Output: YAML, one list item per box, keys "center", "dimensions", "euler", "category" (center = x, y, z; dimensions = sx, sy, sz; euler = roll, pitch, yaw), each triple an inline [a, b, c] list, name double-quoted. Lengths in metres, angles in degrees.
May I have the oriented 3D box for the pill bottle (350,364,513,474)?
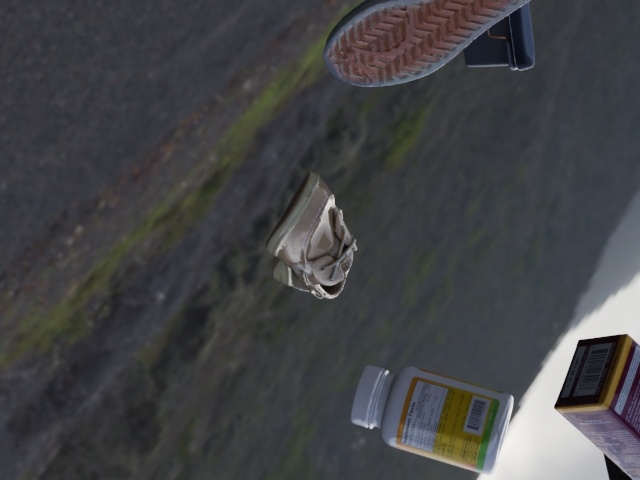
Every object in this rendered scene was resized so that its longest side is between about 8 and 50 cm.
- center: [0.180, 0.284, 2.213]
  dimensions: [0.136, 0.245, 0.136]
  euler: [15, 90, -78]
  category: "pill bottle"

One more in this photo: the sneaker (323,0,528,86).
- center: [0.139, -0.279, 1.530]
  dimensions: [0.302, 0.108, 0.121]
  euler: [-27, -152, 24]
  category: "sneaker"

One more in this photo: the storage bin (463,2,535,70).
- center: [0.260, -0.321, 2.057]
  dimensions: [0.091, 0.135, 0.098]
  euler: [-4, -169, 31]
  category: "storage bin"

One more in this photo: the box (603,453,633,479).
- center: [0.519, 0.319, 1.915]
  dimensions: [0.079, 0.257, 0.322]
  euler: [-16, -177, -22]
  category: "box"

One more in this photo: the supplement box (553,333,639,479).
- center: [0.382, 0.210, 1.651]
  dimensions: [0.080, 0.188, 0.104]
  euler: [-13, -138, 50]
  category: "supplement box"

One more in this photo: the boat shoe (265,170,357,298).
- center: [0.000, 0.000, 1.894]
  dimensions: [0.122, 0.110, 0.341]
  euler: [-59, 173, -12]
  category: "boat shoe"
